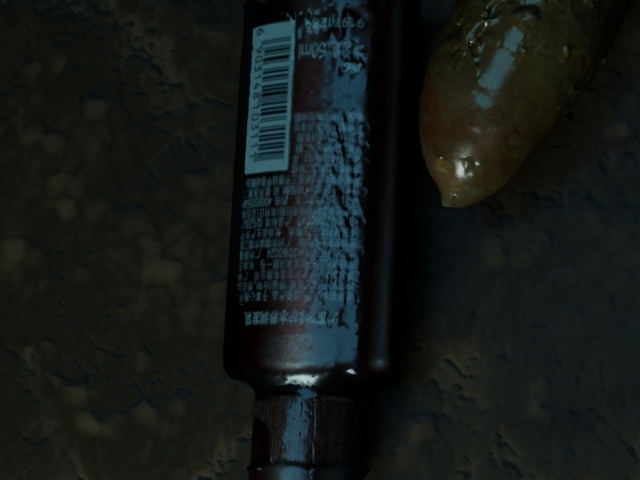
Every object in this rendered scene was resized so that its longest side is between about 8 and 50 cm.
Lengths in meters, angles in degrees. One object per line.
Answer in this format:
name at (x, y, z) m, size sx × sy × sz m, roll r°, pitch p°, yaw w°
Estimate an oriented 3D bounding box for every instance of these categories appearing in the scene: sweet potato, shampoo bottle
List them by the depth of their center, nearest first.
sweet potato at (0.155, -0.197, 1.106) m, size 0.109 × 0.109 × 0.385 m, roll 18°, pitch 81°, yaw 24°
shampoo bottle at (0.000, 0.000, 1.138) m, size 0.129 × 0.084 × 0.323 m, roll -3°, pitch 79°, yaw 25°
